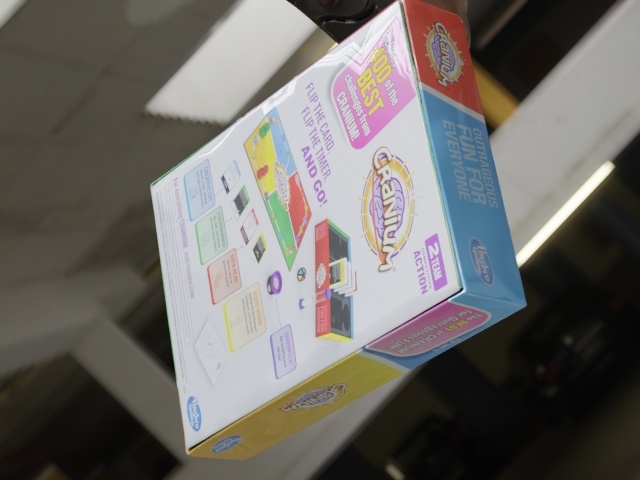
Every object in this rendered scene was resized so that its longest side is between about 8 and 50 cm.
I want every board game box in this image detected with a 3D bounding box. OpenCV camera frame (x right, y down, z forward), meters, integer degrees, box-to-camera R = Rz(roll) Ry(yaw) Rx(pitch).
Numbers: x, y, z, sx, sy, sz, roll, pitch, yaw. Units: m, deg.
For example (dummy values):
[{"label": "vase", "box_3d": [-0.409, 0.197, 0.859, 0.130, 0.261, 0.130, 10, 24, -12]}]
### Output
[{"label": "board game box", "box_3d": [0.000, 0.000, 1.385, 0.064, 0.242, 0.316, 13, -33, -40]}]

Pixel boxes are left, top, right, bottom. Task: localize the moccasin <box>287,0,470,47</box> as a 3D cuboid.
[{"label": "moccasin", "box_3d": [0.007, -0.296, 1.652, 0.139, 0.380, 0.147, -27, 36, 42]}]
